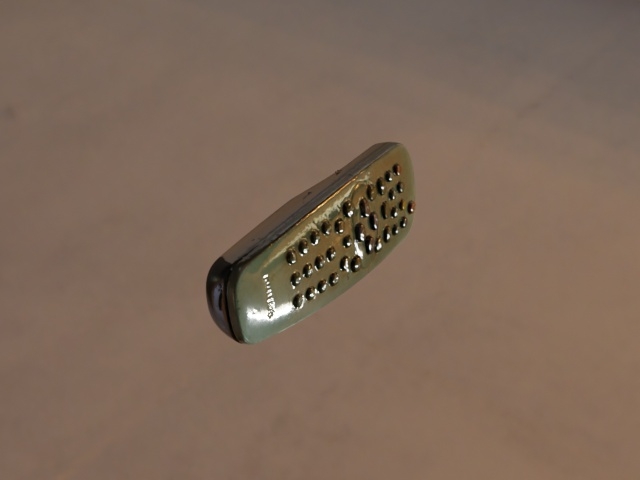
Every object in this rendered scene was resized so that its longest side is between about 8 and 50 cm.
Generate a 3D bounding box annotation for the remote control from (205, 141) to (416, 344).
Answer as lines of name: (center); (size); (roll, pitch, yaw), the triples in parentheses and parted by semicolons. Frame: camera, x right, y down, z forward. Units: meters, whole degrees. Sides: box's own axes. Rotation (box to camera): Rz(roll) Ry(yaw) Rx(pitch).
remote control: (0.000, 0.000, 1.214); (0.042, 0.072, 0.222); (8, -153, 32)
